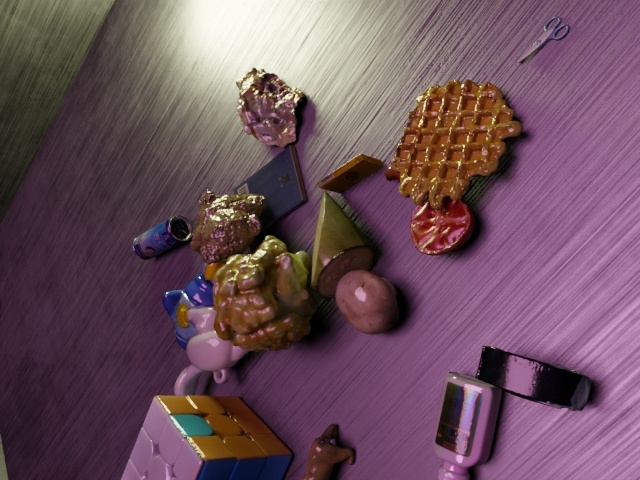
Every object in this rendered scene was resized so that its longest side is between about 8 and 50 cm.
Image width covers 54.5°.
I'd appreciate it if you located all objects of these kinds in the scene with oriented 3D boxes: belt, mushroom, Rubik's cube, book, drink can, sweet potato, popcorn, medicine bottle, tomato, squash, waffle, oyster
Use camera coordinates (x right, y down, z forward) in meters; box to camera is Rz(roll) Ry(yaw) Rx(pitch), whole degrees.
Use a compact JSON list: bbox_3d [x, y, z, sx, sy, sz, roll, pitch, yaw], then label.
[{"bbox_3d":[0.391,0.254,1.143,0.199,0.151,0.078,12,84,36],"label":"belt"},{"bbox_3d":[0.112,0.139,1.448,0.166,0.127,0.166,31,144,27],"label":"mushroom"},{"bbox_3d":[-0.304,0.603,1.625,0.291,0.292,0.290,32,103,44],"label":"Rubik's cube"},{"bbox_3d":[-0.156,-0.137,1.857,0.269,0.025,0.190,-32,60,34],"label":"book"},{"bbox_3d":[-0.552,-0.008,2.159,0.235,0.097,0.097,-23,65,38],"label":"drink can"},{"bbox_3d":[0.223,-0.143,1.469,0.058,0.055,0.202,-39,38,-23],"label":"sweet potato"},{"bbox_3d":[-0.135,0.143,1.592,0.274,0.335,0.279,-39,85,15],"label":"popcorn"},{"bbox_3d":[0.288,0.387,1.256,0.115,0.078,0.219,10,86,44],"label":"medicine bottle"},{"bbox_3d":[0.275,-0.030,1.377,0.156,0.069,0.155,-20,57,35],"label":"tomato"},{"bbox_3d":[0.000,0.000,1.559,0.189,0.189,0.260,-54,53,20],"label":"squash"},{"bbox_3d":[0.282,-0.223,1.388,0.312,0.060,0.307,-45,46,7],"label":"waffle"},{"bbox_3d":[-0.182,-0.417,1.898,0.354,0.107,0.201,42,105,42],"label":"oyster"}]

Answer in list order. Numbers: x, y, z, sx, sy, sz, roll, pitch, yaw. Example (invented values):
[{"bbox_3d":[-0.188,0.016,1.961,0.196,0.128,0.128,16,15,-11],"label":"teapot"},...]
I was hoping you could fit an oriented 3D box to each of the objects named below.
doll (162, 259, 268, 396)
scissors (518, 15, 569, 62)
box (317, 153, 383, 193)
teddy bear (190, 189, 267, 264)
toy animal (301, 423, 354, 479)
[{"bbox_3d":[-0.326,0.247,1.836,0.376,0.187,0.365,-26,69,10],"label":"doll"},{"bbox_3d":[0.472,-0.424,1.327,0.119,0.014,0.058,-44,52,23],"label":"scissors"},{"bbox_3d":[0.075,-0.170,1.596,0.155,0.087,0.023,-30,61,35],"label":"box"},{"bbox_3d":[-0.262,-0.036,1.741,0.267,0.156,0.256,-38,39,1],"label":"teddy bear"},{"bbox_3d":[-0.002,0.556,1.479,0.103,0.101,0.218,22,95,43],"label":"toy animal"}]
